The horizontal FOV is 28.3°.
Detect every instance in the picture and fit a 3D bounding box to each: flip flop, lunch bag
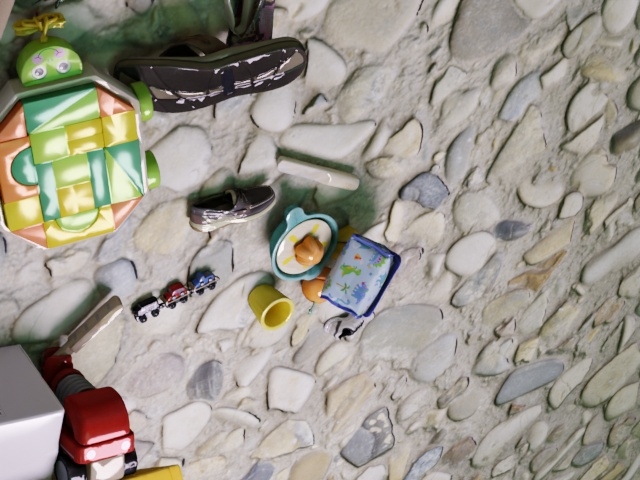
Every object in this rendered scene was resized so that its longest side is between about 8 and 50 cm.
[{"bbox_3d":[-0.159,-0.254,1.811,0.277,0.080,0.112,-13,151,-10],"label":"flip flop"},{"bbox_3d":[0.071,0.062,2.188,0.129,0.096,0.151,-60,174,3],"label":"lunch bag"}]

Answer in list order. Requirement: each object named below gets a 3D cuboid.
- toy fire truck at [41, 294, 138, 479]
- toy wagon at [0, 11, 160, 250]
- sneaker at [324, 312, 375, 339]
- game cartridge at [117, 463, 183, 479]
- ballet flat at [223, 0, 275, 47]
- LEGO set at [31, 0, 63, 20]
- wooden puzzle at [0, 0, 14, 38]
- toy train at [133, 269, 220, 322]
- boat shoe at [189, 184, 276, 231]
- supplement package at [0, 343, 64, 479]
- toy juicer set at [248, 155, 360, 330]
[{"bbox_3d":[-0.360,0.228,1.962,0.158,0.217,0.246,-10,114,-35],"label":"toy fire truck"},{"bbox_3d":[-0.356,-0.142,1.720,0.267,0.068,0.344,-16,133,-19],"label":"toy wagon"},{"bbox_3d":[0.061,0.160,2.388,0.109,0.044,0.040,-21,132,-29],"label":"sneaker"},{"bbox_3d":[-0.407,0.424,2.035,0.285,0.323,0.053,-10,85,-35],"label":"game cartridge"},{"bbox_3d":[-0.096,-0.361,1.794,0.079,0.077,0.221,-12,134,-29],"label":"ballet flat"},{"bbox_3d":[-0.356,-0.315,1.647,0.054,0.023,0.083,13,127,-44],"label":"LEGO set"},{"bbox_3d":[-0.497,-0.283,1.424,0.348,0.080,0.322,37,65,-54],"label":"wooden puzzle"},{"bbox_3d":[-0.237,0.088,2.082,0.158,0.027,0.036,-26,126,-22],"label":"toy train"},{"bbox_3d":[-0.138,-0.058,2.021,0.152,0.056,0.049,-24,141,-25],"label":"boat shoe"},{"bbox_3d":[-0.553,0.290,1.857,0.293,0.175,0.177,-7,126,-36],"label":"supplement package"},{"bbox_3d":[0.000,0.000,2.164,0.209,0.089,0.329,-12,129,-34],"label":"toy juicer set"}]
